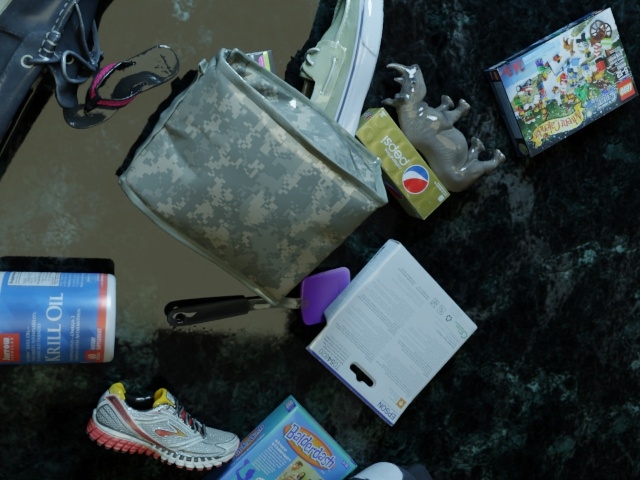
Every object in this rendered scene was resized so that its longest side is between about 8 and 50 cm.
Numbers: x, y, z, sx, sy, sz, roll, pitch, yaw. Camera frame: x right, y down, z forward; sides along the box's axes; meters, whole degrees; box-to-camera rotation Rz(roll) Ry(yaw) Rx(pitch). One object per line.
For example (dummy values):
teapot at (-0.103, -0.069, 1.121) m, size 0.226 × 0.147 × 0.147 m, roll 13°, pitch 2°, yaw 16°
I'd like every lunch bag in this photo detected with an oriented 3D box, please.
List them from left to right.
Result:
lunch bag at (-0.094, -0.091, 0.946) m, size 0.287 × 0.169 × 0.235 m, roll 37°, pitch 114°, yaw -20°

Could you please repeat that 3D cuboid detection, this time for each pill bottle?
pill bottle at (-0.391, 0.104, 0.941) m, size 0.221 × 0.124 × 0.124 m, roll 1°, pitch 99°, yaw -17°

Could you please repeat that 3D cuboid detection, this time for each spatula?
spatula at (-0.088, 0.100, 1.084) m, size 0.296 × 0.030 × 0.084 m, roll -7°, pitch 103°, yaw -17°

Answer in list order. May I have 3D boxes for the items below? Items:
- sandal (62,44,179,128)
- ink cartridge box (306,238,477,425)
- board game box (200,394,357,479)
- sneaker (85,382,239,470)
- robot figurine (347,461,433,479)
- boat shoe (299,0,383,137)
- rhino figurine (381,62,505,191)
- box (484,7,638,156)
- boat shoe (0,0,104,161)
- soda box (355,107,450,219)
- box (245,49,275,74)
sandal at (-0.277, -0.217, 0.968) m, size 0.179 × 0.040 × 0.067 m, roll -33°, pitch 107°, yaw -10°
ink cartridge box at (0.114, 0.151, 1.142) m, size 0.224 × 0.045 × 0.223 m, roll -47°, pitch 113°, yaw -7°
board game box at (-0.069, 0.378, 1.126) m, size 0.210 × 0.047 × 0.160 m, roll -42°, pitch 108°, yaw -7°
sneaker at (-0.223, 0.275, 1.041) m, size 0.225 × 0.088 × 0.093 m, roll 20°, pitch 91°, yaw -20°
robot figurine at (0.077, 0.462, 1.097) m, size 0.278 × 0.173 × 0.209 m, roll -18°, pitch 118°, yaw -39°
boat shoe at (0.017, -0.240, 1.024) m, size 0.094 × 0.109 × 0.302 m, roll 10°, pitch 99°, yaw -17°
rhino figurine at (0.181, -0.180, 1.102) m, size 0.106 × 0.073 × 0.243 m, roll -44°, pitch 107°, yaw -9°
box at (0.406, -0.263, 1.172) m, size 0.233 × 0.044 × 0.159 m, roll -30°, pitch 106°, yaw -11°
boat shoe at (-0.347, -0.241, 0.870) m, size 0.156 × 0.187 × 0.500 m, roll 41°, pitch 92°, yaw -18°
soda box at (0.119, -0.120, 1.099) m, size 0.061 × 0.058 × 0.181 m, roll -43°, pitch 108°, yaw -6°
box at (-0.098, -0.233, 0.999) m, size 0.052 × 0.083 × 0.062 m, roll -13°, pitch 102°, yaw -15°
